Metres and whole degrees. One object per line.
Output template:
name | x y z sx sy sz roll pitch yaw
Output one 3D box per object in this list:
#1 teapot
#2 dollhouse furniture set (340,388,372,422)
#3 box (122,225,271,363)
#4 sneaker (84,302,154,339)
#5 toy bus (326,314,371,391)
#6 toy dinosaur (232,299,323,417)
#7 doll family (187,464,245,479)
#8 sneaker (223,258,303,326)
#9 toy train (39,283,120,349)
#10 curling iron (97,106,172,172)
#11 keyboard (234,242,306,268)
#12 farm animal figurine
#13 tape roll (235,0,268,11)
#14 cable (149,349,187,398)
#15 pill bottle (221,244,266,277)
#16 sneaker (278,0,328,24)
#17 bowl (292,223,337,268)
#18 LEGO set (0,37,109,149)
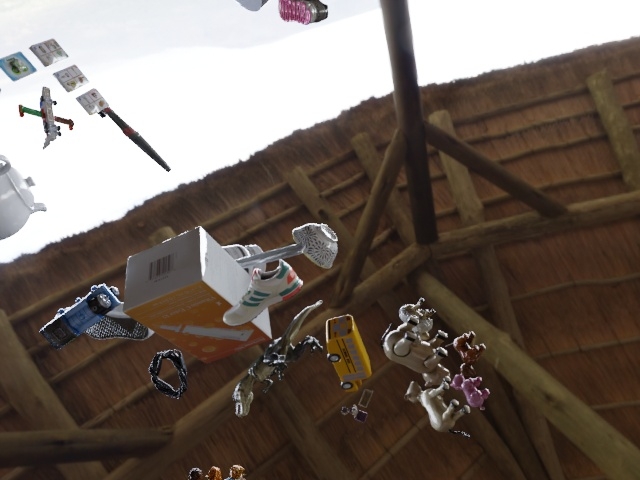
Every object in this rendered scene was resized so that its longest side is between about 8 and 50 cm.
teapot | -0.901 -0.132 1.291 0.187 0.252 0.256 -31 -149 -19
dollhouse furniture set | 0.131 0.574 1.658 0.091 0.081 0.114 12 -125 28
box | -0.305 0.156 1.199 0.215 0.345 0.168 -23 -130 11
sneaker | -0.609 0.237 1.402 0.290 0.105 0.123 8 -165 15
toy bus | 0.106 0.439 1.759 0.130 0.332 0.108 -15 -144 9
toy dinosaur | -0.065 0.204 0.839 0.268 0.064 0.118 -47 -163 -21
doll family | -0.307 0.784 1.431 0.118 0.263 0.163 -1 -113 42
sneaker | -0.116 0.090 0.834 0.161 0.075 0.057 -28 -157 5
toy train | -0.573 0.180 1.111 0.184 0.080 0.105 -35 -165 -2
curling iron | -0.496 -0.281 1.201 0.035 0.274 0.068 -54 -155 -14
keyboard | -0.167 0.054 1.392 0.256 0.014 0.072 -14 -156 16
farm animal figurine | 0.310 0.365 1.320 0.327 0.172 0.330 38 -144 12
tape roll | -0.237 -0.827 1.419 0.072 0.219 0.219 -49 -143 -14
cable | -0.562 0.501 1.703 0.151 0.184 0.047 -19 175 13
pill bottle | -0.368 0.104 1.789 0.283 0.161 0.161 -9 -162 -39
sneaker | -0.039 -0.534 1.061 0.075 0.063 0.170 -17 -141 -27
bowl | 0.000 0.000 1.460 0.080 0.170 0.170 -45 -159 20
LEGO set | -0.604 -0.319 1.004 0.060 0.182 0.244 -22 -152 27
